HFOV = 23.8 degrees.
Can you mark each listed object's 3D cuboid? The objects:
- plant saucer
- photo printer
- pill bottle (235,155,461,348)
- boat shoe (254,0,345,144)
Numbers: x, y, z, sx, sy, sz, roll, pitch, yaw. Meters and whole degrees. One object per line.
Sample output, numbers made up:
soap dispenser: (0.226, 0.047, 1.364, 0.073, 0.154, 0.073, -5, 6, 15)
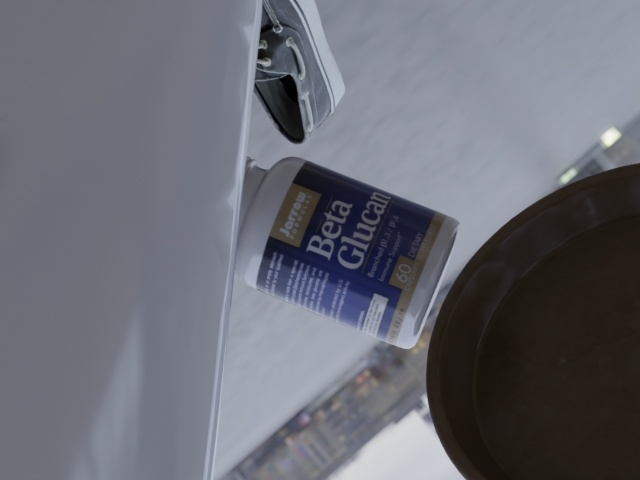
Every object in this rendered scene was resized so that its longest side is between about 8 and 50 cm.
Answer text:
plant saucer: (0.201, 0.067, 0.945, 0.278, 0.278, 0.041, -40, 135, -6)
photo printer: (-0.143, -0.026, 0.414, 0.107, 0.256, 0.307, 133, -33, -56)
pill bottle: (0.000, 0.000, 1.014, 0.094, 0.169, 0.094, 21, 90, -84)
boat shoe: (-0.041, -0.168, 1.296, 0.070, 0.078, 0.219, -58, 141, -24)
